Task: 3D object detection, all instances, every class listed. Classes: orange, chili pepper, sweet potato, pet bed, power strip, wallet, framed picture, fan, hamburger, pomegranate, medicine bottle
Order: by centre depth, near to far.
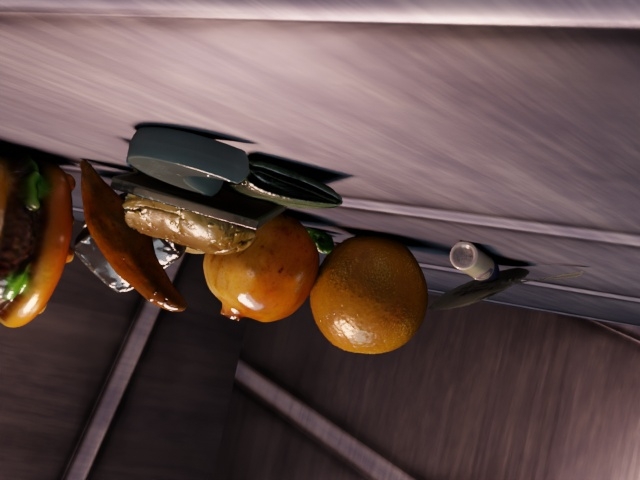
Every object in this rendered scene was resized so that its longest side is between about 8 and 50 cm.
[{"bbox_3d":[-0.206,-0.118,1.476,0.168,0.054,0.253,20,172,-17],"label":"power strip"},{"bbox_3d":[-0.069,-0.084,1.573,0.160,0.055,0.236,18,177,-16],"label":"wallet"},{"bbox_3d":[-0.199,-0.078,1.662,0.260,0.023,0.189,15,-166,8],"label":"framed picture"},{"bbox_3d":[-0.232,-0.050,1.903,0.211,0.132,0.309,14,173,18],"label":"hamburger"},{"bbox_3d":[-0.389,-0.001,1.967,0.112,0.359,0.112,-30,-178,1],"label":"sweet potato"},{"bbox_3d":[0.328,0.049,2.081,0.059,0.059,0.231,10,174,23],"label":"medicine bottle"},{"bbox_3d":[-0.684,-0.002,2.082,0.278,0.395,0.396,15,174,-32],"label":"hamburger"},{"bbox_3d":[-0.394,-0.013,2.124,0.183,0.211,0.159,48,-156,-21],"label":"pet bed"},{"bbox_3d":[0.407,0.091,2.144,0.233,0.012,0.415,-29,-171,-38],"label":"fan"},{"bbox_3d":[-0.136,0.057,2.164,0.264,0.264,0.264,12,175,1],"label":"pomegranate"},{"bbox_3d":[0.110,0.120,2.222,0.274,0.274,0.274,12,175,1],"label":"orange"},{"bbox_3d":[-0.085,-0.008,2.389,0.257,0.074,0.100,6,170,17],"label":"chili pepper"}]

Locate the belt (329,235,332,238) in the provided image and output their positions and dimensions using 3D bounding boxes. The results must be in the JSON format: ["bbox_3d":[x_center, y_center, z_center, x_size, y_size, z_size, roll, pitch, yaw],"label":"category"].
[{"bbox_3d":[0.000,0.000,2.447,0.059,0.036,0.083,5,175,1],"label":"belt"}]

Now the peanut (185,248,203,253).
[{"bbox_3d":[-0.343,-0.047,2.272,0.253,0.122,0.137,18,174,-16],"label":"peanut"}]

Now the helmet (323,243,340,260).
[{"bbox_3d":[0.064,0.038,2.597,0.111,0.057,0.089,6,-150,2],"label":"helmet"}]

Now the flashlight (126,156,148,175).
[{"bbox_3d":[-0.262,-0.120,1.641,0.129,0.051,0.051,12,175,16],"label":"flashlight"}]
